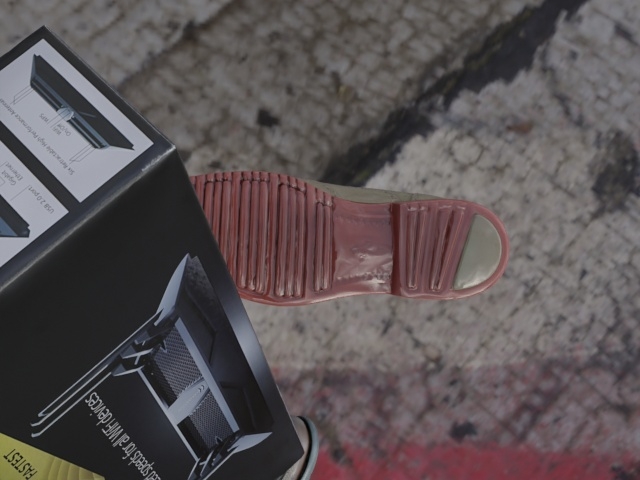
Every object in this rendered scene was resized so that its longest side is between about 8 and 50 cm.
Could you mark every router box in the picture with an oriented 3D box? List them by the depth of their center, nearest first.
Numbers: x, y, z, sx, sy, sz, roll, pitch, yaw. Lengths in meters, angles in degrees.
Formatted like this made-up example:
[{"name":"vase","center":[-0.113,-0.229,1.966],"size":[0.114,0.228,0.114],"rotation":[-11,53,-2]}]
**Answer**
[{"name":"router box","center":[-0.139,0.094,0.553],"size":[0.243,0.309,0.081],"rotation":[-41,64,-14]}]

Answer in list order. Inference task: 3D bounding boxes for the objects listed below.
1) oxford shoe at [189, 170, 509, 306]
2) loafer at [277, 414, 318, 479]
[{"name":"oxford shoe","center":[0.000,0.000,1.291],"size":[0.348,0.130,0.123],"rotation":[8,95,-3]},{"name":"loafer","center":[-0.106,0.257,1.268],"size":[0.084,0.267,0.096],"rotation":[22,33,-32]}]
